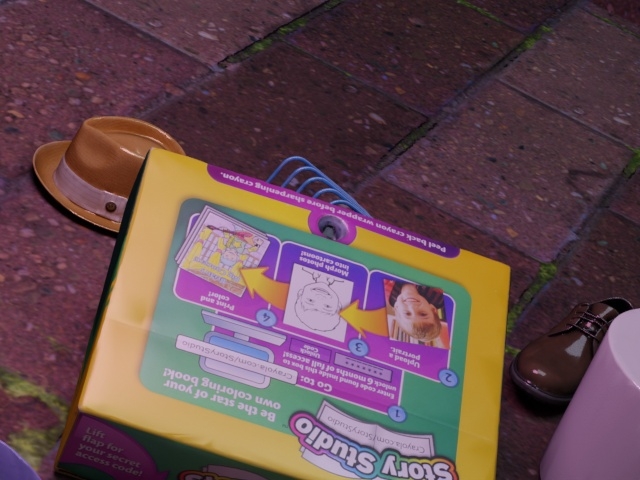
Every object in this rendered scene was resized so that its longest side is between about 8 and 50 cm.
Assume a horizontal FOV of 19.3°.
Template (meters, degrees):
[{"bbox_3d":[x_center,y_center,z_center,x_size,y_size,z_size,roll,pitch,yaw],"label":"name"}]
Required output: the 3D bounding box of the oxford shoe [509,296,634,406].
[{"bbox_3d":[0.271,0.108,2.011,0.083,0.096,0.227,34,30,17],"label":"oxford shoe"}]

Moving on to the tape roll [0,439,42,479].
[{"bbox_3d":[-0.268,0.217,1.269,0.189,0.189,0.080,21,-14,-5],"label":"tape roll"}]

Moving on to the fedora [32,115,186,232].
[{"bbox_3d":[-0.206,-0.079,1.994,0.194,0.079,0.194,18,27,-9],"label":"fedora"}]

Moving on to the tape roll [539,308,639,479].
[{"bbox_3d":[0.355,0.202,1.819,0.246,0.169,0.246,19,27,-10],"label":"tape roll"}]

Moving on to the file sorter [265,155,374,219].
[{"bbox_3d":[0.000,0.000,1.902,0.118,0.104,0.170,39,3,-25],"label":"file sorter"}]

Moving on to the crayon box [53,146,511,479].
[{"bbox_3d":[-0.022,0.109,1.667,0.363,0.106,0.313,19,47,-9],"label":"crayon box"}]
